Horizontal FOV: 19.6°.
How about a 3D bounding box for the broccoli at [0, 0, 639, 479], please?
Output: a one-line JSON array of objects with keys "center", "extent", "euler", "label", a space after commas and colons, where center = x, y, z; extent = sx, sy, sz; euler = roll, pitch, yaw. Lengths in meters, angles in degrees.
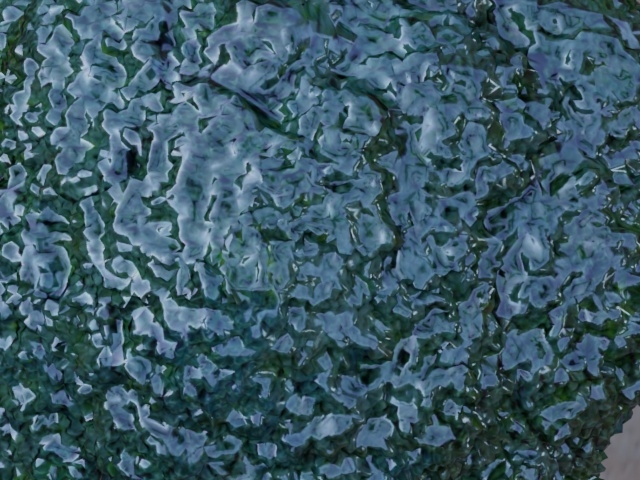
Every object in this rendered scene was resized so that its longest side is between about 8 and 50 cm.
[{"center": [0.000, 0.000, 0.685], "extent": [0.298, 0.297, 0.297], "euler": [1, 94, 14], "label": "broccoli"}]
